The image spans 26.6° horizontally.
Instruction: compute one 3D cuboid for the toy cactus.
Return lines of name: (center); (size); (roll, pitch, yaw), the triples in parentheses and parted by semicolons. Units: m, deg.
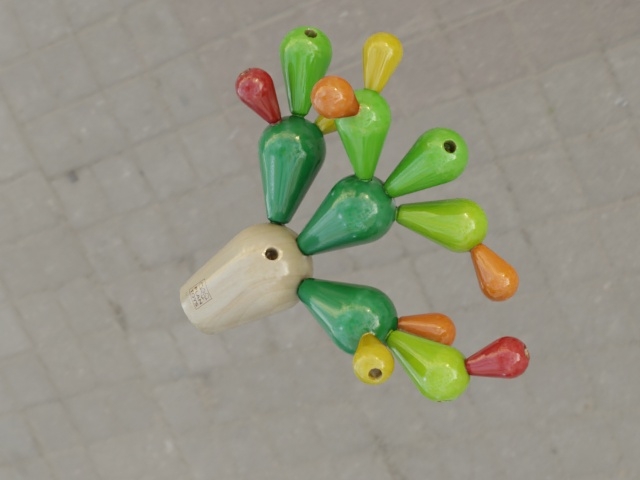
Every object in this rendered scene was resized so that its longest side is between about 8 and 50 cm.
toy cactus: (0.000, 0.000, 0.707); (0.180, 0.112, 0.219); (-31, 82, 25)
